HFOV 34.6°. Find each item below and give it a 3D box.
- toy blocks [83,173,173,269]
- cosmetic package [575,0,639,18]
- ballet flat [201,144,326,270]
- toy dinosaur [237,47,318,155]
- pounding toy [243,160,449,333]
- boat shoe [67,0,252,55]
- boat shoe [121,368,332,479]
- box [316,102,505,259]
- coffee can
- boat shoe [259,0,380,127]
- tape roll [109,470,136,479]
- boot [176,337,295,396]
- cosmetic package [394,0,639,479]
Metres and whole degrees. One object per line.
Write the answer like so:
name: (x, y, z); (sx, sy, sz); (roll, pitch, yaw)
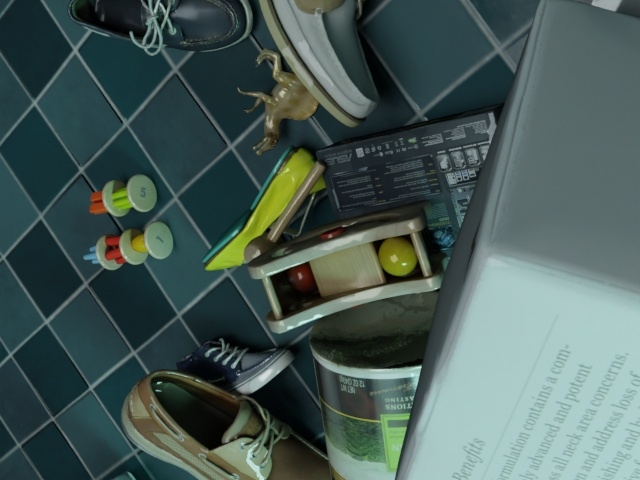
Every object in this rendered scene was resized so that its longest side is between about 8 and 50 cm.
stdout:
toy blocks: (-0.287, -0.022, 1.438); (0.148, 0.054, 0.123); (-12, 101, 36)
cosmetic package: (0.322, -0.139, 0.969); (0.127, 0.107, 0.238); (-15, 96, 35)
ballet flat: (-0.067, -0.020, 1.287); (0.077, 0.077, 0.231); (38, 123, -4)
toy dinosaur: (-0.037, -0.190, 1.226); (0.092, 0.053, 0.183); (37, 113, -5)
pounding toy: (0.000, 0.000, 1.120); (0.269, 0.154, 0.155); (-13, 101, 35)
boat shoe: (-0.202, -0.282, 1.271); (0.254, 0.079, 0.095); (17, 115, 28)
boat shoe: (-0.105, 0.266, 1.332); (0.324, 0.123, 0.116); (24, 140, -3)
box: (0.125, -0.041, 1.158); (0.232, 0.059, 0.184); (-10, 101, 35)
coffee can: (0.103, 0.221, 1.169); (0.201, 0.201, 0.276); (4, 113, 32)
boat shoe: (-0.006, -0.273, 1.117); (0.103, 0.113, 0.302); (-29, 85, 22)
tape roll: (-0.377, 0.475, 1.540); (0.100, 0.286, 0.286); (50, 126, 8)
boot: (-0.121, 0.168, 1.389); (0.190, 0.069, 0.086); (-33, 94, 38)
cosmetic package: (0.298, 0.067, 0.807); (0.393, 0.327, 0.329); (17, 136, 5)
